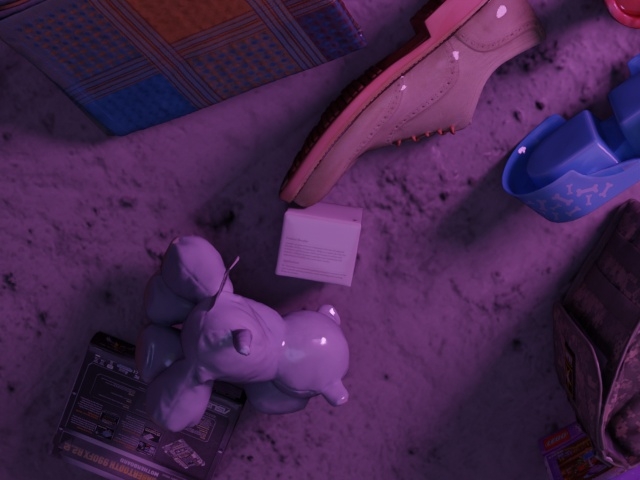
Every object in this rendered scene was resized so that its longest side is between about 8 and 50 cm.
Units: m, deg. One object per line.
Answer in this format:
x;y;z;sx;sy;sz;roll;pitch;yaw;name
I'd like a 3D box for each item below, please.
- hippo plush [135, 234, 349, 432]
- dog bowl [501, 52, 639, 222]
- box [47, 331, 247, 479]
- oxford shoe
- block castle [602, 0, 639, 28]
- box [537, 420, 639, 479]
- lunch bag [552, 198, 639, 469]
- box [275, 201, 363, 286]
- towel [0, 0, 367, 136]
-0.084;0.113;1.462;0.236;0.234;0.294;9;145;-32;hippo plush
0.364;-0.130;1.382;0.297;0.166;0.074;-35;112;22;dog bowl
-0.241;0.255;1.572;0.231;0.056;0.183;22;105;-2;box
0.112;-0.166;1.409;0.146;0.140;0.397;43;103;-13;oxford shoe
0.504;-0.451;1.275;0.302;0.213;0.453;10;104;1;block castle
0.435;0.257;1.460;0.293;0.201;0.057;-28;100;10;box
0.398;0.121;1.410;0.169;0.235;0.287;28;103;-10;lunch bag
0.000;0.000;1.472;0.101;0.102;0.087;9;106;2;box
-0.164;-0.254;1.339;0.370;0.040;0.271;-18;146;18;towel
